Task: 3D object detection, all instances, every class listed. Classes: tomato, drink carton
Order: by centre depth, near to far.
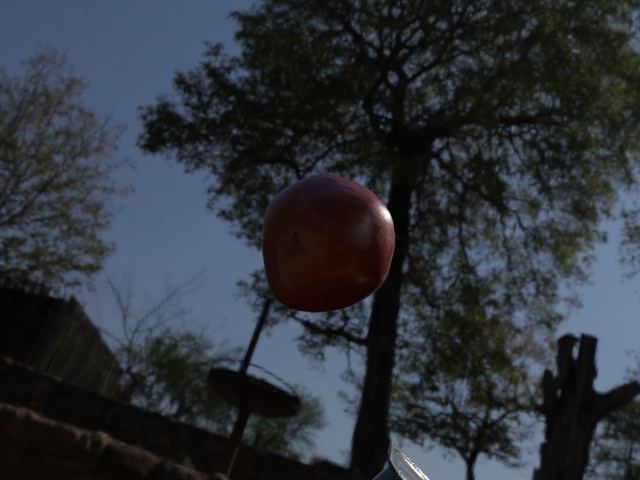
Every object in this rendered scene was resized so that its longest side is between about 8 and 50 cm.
[{"bbox_3d":[0.137,0.547,1.563,0.185,0.189,0.191,51,6,1],"label":"drink carton"},{"bbox_3d":[0.000,0.000,1.812,0.341,0.342,0.272,-2,0,41],"label":"tomato"}]
